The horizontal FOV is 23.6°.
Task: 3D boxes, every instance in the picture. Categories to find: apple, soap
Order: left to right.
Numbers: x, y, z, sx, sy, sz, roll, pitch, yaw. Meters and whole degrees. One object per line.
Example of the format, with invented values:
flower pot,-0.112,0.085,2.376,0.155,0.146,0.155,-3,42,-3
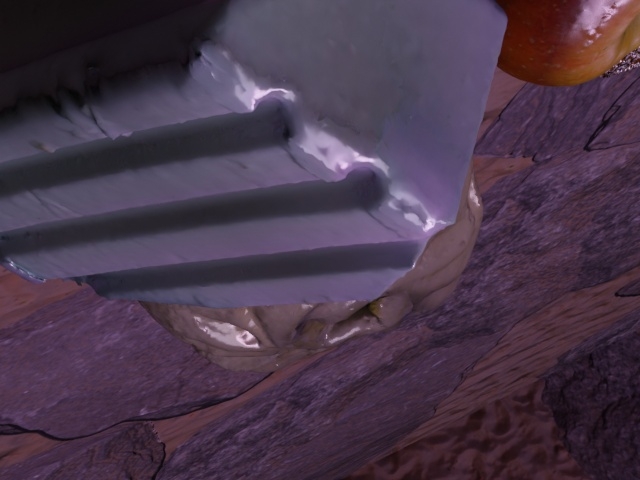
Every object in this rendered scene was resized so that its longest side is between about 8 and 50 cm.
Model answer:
soap,-0.089,-0.072,0.993,0.261,0.156,0.446,33,154,-33
apple,0.219,-0.241,1.264,0.235,0.173,0.210,-29,159,-31

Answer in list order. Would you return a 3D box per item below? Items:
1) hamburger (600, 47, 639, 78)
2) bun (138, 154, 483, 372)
hamburger,0.308,-0.230,1.527,0.189,0.093,0.164,-18,158,-34
bun,0.000,0.000,1.486,0.359,0.211,0.360,-25,161,-9
